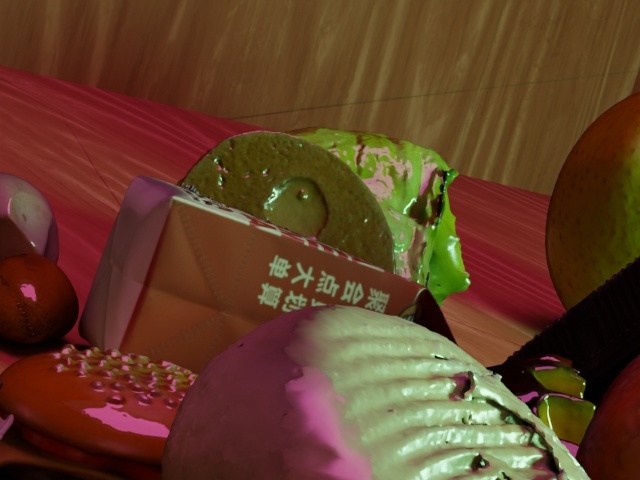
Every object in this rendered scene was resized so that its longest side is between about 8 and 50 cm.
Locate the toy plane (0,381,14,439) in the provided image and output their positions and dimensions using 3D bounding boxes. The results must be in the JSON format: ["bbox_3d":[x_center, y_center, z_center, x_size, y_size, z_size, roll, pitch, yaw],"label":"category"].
[{"bbox_3d":[-0.211,0.096,0.925,0.160,0.082,0.234,-22,24,15],"label":"toy plane"}]

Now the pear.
[{"bbox_3d":[0.442,-0.013,2.220,0.362,0.362,0.418,19,-19,13],"label":"pear"}]

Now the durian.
[{"bbox_3d":[0.000,0.000,1.752,0.340,0.204,0.256,14,21,-14],"label":"durian"}]

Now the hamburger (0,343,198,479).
[{"bbox_3d":[-0.107,0.122,1.015,0.162,0.115,0.162,15,9,-2],"label":"hamburger"}]

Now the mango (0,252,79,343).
[{"bbox_3d":[-0.224,0.046,1.466,0.077,0.063,0.127,25,9,-2],"label":"mango"}]

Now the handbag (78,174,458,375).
[{"bbox_3d":[-0.022,0.063,1.472,0.298,0.151,0.171,18,2,-17],"label":"handbag"}]

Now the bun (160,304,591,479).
[{"bbox_3d":[0.040,0.158,0.911,0.273,0.168,0.273,37,20,-16],"label":"bun"}]

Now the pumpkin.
[{"bbox_3d":[0.097,0.134,1.312,0.149,0.130,0.254,16,10,-7],"label":"pumpkin"}]

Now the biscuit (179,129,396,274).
[{"bbox_3d":[-0.033,0.009,1.601,0.208,0.181,0.049,55,-19,1],"label":"biscuit"}]

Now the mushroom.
[{"bbox_3d":[-0.293,-0.020,1.667,0.097,0.088,0.212,23,-2,-34],"label":"mushroom"}]

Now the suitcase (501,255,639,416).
[{"bbox_3d":[0.327,0.112,1.489,0.335,0.229,0.152,9,50,-41],"label":"suitcase"}]

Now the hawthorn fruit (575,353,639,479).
[{"bbox_3d":[0.276,0.158,1.096,0.263,0.231,0.235,-4,31,26],"label":"hawthorn fruit"}]
